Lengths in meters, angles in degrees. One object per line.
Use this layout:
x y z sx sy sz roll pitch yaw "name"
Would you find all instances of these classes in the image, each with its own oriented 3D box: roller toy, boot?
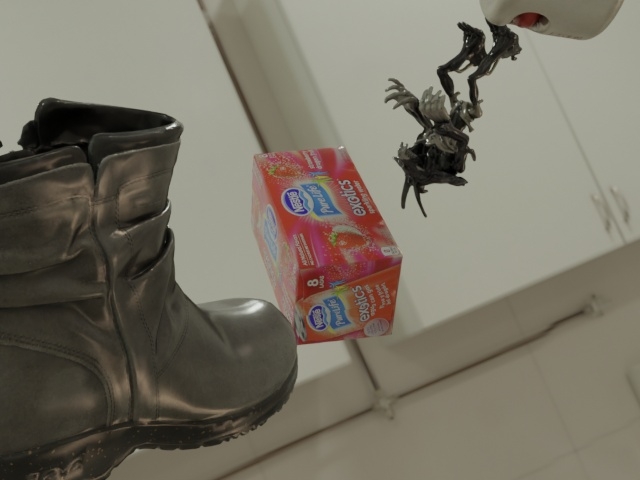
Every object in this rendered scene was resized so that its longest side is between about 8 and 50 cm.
0.269 -0.322 1.163 0.146 0.191 0.209 9 -40 -6 "roller toy"
-0.108 0.022 0.673 0.118 0.222 0.338 15 16 26 "boot"

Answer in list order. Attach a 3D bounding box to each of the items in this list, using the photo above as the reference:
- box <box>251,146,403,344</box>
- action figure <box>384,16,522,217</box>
0.000 0.000 1.288 0.128 0.256 0.122 -6 -53 -13 "box"
0.163 -0.179 1.451 0.141 0.275 0.164 30 -4 -33 "action figure"
